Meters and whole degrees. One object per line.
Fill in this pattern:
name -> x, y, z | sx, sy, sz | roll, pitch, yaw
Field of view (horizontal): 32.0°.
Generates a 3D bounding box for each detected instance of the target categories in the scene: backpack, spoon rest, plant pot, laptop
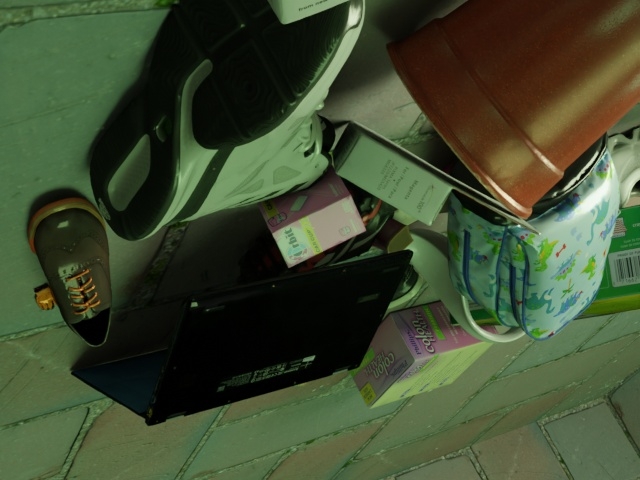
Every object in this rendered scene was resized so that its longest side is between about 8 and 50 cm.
backpack -> 0.322, -0.016, 1.731 | 0.290, 0.273, 0.355 | -38, 160, -30
spoon rest -> 0.238, 0.082, 1.918 | 0.084, 0.276, 0.137 | -49, -173, -18
plant pot -> 0.264, -0.212, 1.317 | 0.265, 0.272, 0.272 | -39, 155, 17
laptop -> -0.131, 0.117, 1.710 | 0.382, 0.236, 0.408 | -12, 140, -35

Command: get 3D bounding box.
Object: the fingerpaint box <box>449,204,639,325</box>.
fingerpaint box -> 0.513, 0.051, 2.072 | 0.445, 0.163, 0.371 | -13, 169, 37

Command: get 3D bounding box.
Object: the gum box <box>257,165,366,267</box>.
gum box -> -0.027, -0.058, 1.427 | 0.107, 0.188, 0.062 | -26, 125, -2

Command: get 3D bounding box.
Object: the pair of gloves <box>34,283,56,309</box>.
pair of gloves -> -0.352, 0.071, 1.544 | 0.083, 0.010, 0.074 | -23, 156, -13

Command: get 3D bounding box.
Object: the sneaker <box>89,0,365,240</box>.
sneaker -> -0.054, -0.167, 1.239 | 0.257, 0.169, 0.447 | -17, 164, -45

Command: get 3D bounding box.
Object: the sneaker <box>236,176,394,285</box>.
sneaker -> 0.000, 0.000, 1.673 | 0.276, 0.097, 0.135 | -38, 153, 19

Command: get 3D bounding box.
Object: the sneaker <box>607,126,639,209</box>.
sneaker -> 0.635, -0.147, 2.014 | 0.331, 0.146, 0.122 | -26, 156, -9

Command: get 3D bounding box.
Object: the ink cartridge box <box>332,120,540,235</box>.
ink cartridge box -> 0.132, -0.063, 1.389 | 0.060, 0.239, 0.275 | -59, -175, 8

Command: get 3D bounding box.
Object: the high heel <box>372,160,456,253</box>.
high heel -> 0.151, -0.071, 1.772 | 0.244, 0.117, 0.082 | -44, 135, -17

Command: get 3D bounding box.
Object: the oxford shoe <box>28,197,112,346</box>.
oxford shoe -> -0.302, 0.042, 1.419 | 0.097, 0.098, 0.271 | -21, 152, -13

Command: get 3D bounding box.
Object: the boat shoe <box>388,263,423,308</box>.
boat shoe -> 0.071, 0.100, 2.019 | 0.233, 0.084, 0.079 | -32, 120, 26

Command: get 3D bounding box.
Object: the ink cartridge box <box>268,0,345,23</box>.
ink cartridge box -> -0.027, -0.331, 0.817 | 0.117, 0.201, 0.278 | -24, 157, -10

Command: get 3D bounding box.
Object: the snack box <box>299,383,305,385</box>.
snack box -> -0.019, 0.241, 2.234 | 0.141, 0.037, 0.100 | -38, 154, 23

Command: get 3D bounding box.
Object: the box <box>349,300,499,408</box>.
box -> 0.216, 0.233, 2.376 | 0.243, 0.117, 0.213 | -12, 152, -35
